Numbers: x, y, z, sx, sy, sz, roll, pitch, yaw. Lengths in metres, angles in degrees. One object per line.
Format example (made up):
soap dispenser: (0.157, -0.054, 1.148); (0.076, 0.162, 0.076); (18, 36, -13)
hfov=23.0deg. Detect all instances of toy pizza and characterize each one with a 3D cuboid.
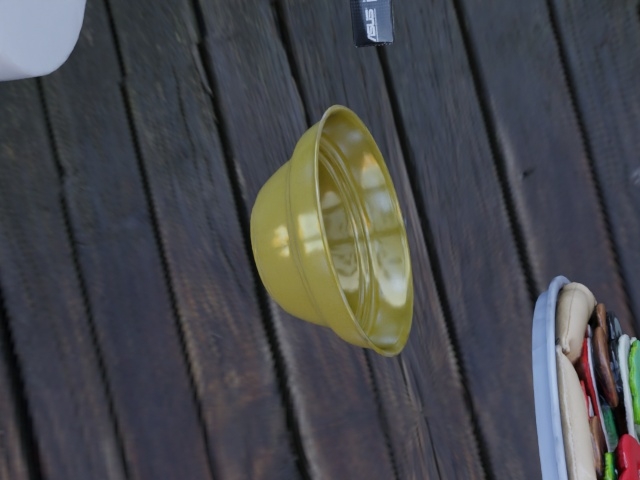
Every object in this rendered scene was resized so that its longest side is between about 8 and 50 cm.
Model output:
toy pizza: (0.117, 0.110, 0.584); (0.032, 0.201, 0.201); (-12, 83, 16)

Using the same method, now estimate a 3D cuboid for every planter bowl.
planter bowl: (0.000, 0.000, 1.334); (0.090, 0.217, 0.217); (-12, 83, 20)

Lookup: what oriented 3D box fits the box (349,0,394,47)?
box: (0.042, -0.303, 1.476); (0.045, 0.190, 0.184); (-6, 123, 5)

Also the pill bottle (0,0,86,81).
pill bottle: (-0.274, -0.130, 0.759); (0.302, 0.169, 0.169); (-2, 83, 16)
